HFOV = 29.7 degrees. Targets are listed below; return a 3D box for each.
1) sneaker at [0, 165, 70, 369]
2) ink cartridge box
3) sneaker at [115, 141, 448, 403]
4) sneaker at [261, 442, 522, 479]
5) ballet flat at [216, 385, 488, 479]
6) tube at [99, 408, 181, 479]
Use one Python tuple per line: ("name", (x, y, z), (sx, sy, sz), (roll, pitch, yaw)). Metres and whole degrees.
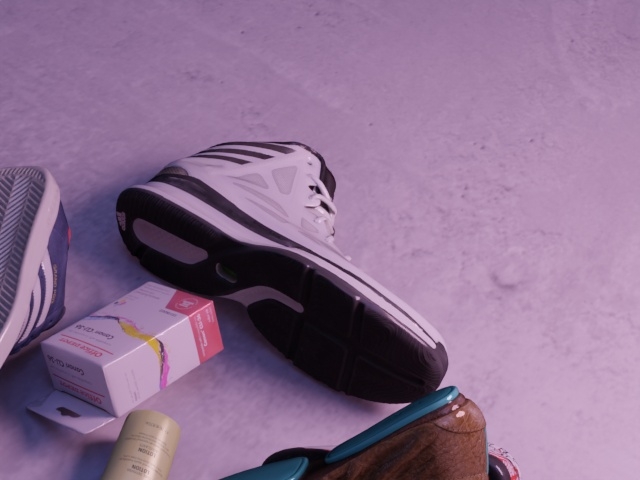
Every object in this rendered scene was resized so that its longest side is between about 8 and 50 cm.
("sneaker", (-0.344, 0.086, 1.288), (0.131, 0.148, 0.350), (4, 49, 15))
("ink cartridge box", (-0.218, 0.124, 1.310), (0.115, 0.067, 0.198), (13, 33, 41))
("sneaker", (0.000, -0.001, 1.461), (0.447, 0.169, 0.257), (30, 46, 18))
("sneaker", (0.080, 0.259, 1.282), (0.270, 0.145, 0.090), (-5, 83, 20))
("ballet flat", (0.011, 0.257, 1.181), (0.116, 0.342, 0.124), (-24, 90, -80))
("tube", (-0.198, 0.280, 1.193), (0.070, 0.062, 0.240), (-5, 44, 22))
